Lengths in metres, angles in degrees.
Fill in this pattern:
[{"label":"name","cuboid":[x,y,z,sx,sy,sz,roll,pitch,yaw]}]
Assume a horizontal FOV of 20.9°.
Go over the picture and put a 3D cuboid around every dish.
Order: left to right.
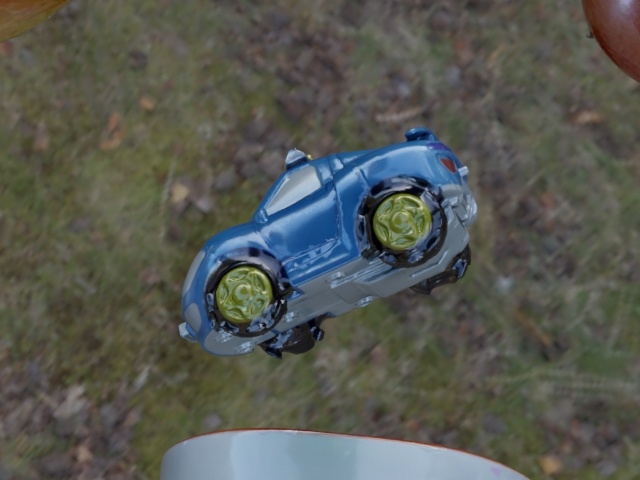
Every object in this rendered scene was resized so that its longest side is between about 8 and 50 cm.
[{"label":"dish","cuboid":[0.012,0.207,1.040,0.256,0.256,0.117,18,63,-20]}]

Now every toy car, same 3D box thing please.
[{"label":"toy car","cuboid":[0.000,0.000,1.649,0.166,0.314,0.198,67,9,17]}]

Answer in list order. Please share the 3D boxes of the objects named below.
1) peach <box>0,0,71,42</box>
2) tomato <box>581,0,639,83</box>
[{"label":"peach","cuboid":[-0.288,-0.261,1.078,0.372,0.372,0.290,0,105,-30]},{"label":"tomato","cuboid":[0.280,-0.185,1.255,0.167,0.167,0.167,15,55,-22]}]
